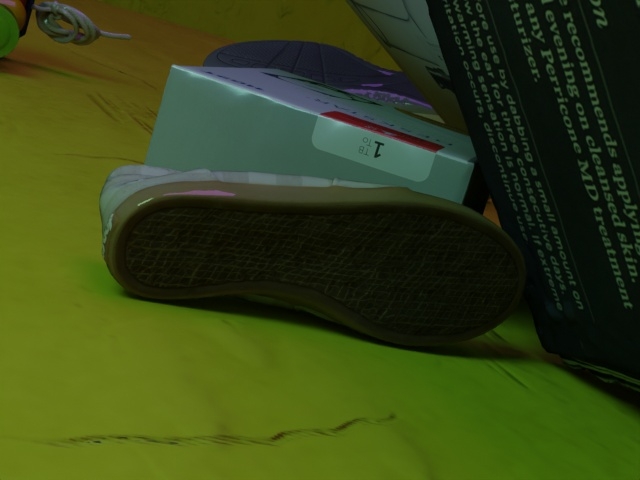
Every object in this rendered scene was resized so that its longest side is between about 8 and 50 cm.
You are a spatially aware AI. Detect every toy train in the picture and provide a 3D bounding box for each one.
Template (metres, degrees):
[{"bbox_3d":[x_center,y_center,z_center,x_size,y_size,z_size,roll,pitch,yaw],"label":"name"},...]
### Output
[{"bbox_3d":[-0.281,-0.200,1.069,0.248,0.105,0.143,14,22,-19],"label":"toy train"}]

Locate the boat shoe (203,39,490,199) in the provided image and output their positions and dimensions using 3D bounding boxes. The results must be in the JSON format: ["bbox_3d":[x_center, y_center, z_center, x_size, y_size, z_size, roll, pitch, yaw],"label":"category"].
[{"bbox_3d":[0.035,-0.122,1.213,0.320,0.103,0.118,13,30,1],"label":"boat shoe"}]

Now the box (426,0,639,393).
[{"bbox_3d":[0.356,-0.131,0.464,0.480,0.297,0.472,-25,14,-16],"label":"box"}]

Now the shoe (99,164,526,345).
[{"bbox_3d":[0.000,0.000,0.574,0.219,0.077,0.058,10,18,-26],"label":"shoe"}]

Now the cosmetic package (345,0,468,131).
[{"bbox_3d":[0.171,-0.098,0.847,0.377,0.097,0.284,46,-2,-30],"label":"cosmetic package"}]

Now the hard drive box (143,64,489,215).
[{"bbox_3d":[0.012,-0.042,0.769,0.181,0.089,0.232,19,12,9],"label":"hard drive box"}]
